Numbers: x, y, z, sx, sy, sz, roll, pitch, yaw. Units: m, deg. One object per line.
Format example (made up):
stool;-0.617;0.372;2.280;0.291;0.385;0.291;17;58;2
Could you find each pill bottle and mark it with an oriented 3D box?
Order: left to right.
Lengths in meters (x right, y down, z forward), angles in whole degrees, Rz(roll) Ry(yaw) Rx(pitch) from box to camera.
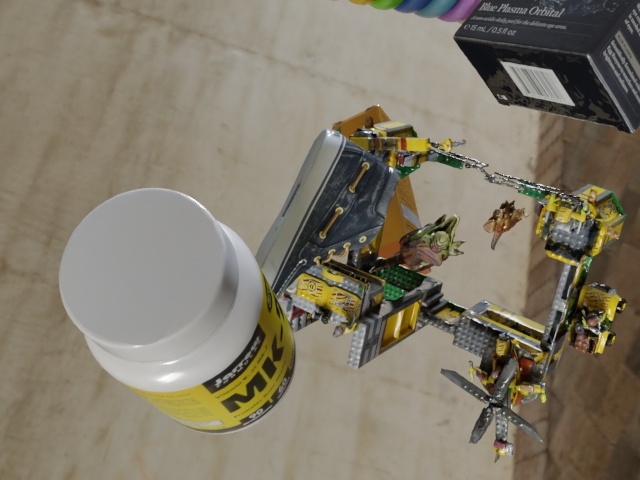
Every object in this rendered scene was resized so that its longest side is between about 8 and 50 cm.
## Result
pill bottle;-0.088;0.054;0.594;0.208;0.119;0.119;70;-148;-66

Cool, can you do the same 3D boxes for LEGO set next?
LEGO set;0.105;0.027;0.837;0.192;0.331;0.254;-22;-44;-53

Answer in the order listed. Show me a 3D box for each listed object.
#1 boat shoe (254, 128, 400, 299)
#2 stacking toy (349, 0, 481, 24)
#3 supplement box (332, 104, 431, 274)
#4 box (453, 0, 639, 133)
boat shoe;0.000;0.000;0.781;0.183;0.083;0.065;-62;12;2
stacking toy;0.074;-0.340;1.077;0.141;0.330;0.141;13;105;59
supplement box;0.080;-0.060;1.182;0.078;0.080;0.233;-21;64;24
box;0.223;-0.188;0.728;0.158;0.093;0.156;-51;36;-8
